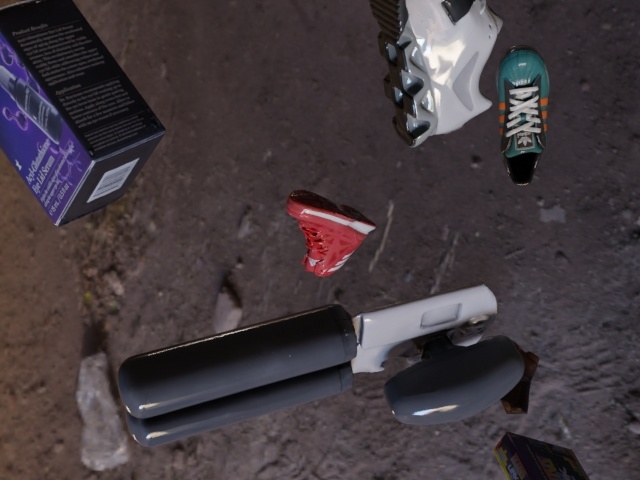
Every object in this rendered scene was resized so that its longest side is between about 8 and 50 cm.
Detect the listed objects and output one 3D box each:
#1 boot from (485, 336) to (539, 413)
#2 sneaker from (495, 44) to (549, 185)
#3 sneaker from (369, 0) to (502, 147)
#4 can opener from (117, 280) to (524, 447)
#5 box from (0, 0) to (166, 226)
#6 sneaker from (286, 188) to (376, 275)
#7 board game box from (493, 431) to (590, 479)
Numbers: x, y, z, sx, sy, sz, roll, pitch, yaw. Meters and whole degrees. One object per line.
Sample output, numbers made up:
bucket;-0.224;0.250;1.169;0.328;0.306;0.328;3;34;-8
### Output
boot;0.315;0.230;1.433;0.037;0.106;0.114;123;172;-64
sneaker;0.411;-0.241;1.699;0.108;0.302;0.121;-6;45;10
sneaker;0.140;-0.284;1.010;0.122;0.146;0.331;-121;15;-52
can opener;0.007;0.098;0.595;0.076;0.283;0.095;92;158;-46
box;-0.298;-0.149;0.973;0.207;0.108;0.153;52;138;5
sneaker;0.000;0.000;1.384;0.087;0.221;0.128;38;103;36
board game box;0.367;0.388;1.330;0.048;0.141;0.170;-59;26;23
